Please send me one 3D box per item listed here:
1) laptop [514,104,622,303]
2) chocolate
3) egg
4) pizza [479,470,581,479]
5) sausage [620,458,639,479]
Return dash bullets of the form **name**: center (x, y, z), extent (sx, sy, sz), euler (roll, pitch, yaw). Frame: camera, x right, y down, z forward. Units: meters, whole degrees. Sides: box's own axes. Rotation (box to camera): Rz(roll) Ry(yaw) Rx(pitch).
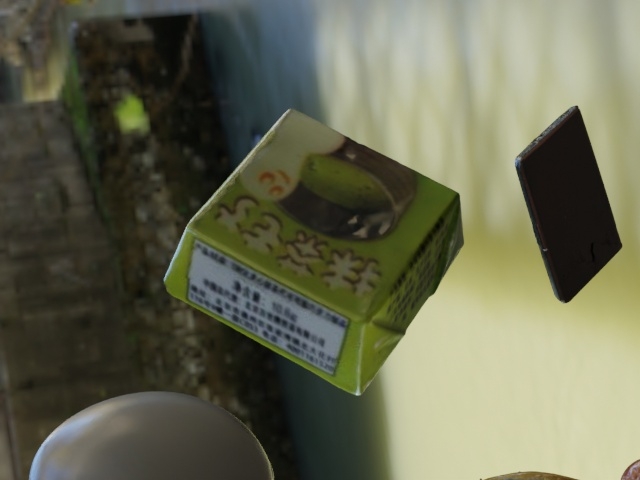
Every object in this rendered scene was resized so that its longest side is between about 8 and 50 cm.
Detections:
- **laptop**: center (0.307, -0.044, 1.837), extent (0.026, 0.154, 0.207), euler (4, 125, 45)
- **chocolate**: center (0.000, 0.000, 1.878), extent (0.301, 0.289, 0.137), euler (27, 144, 15)
- **egg**: center (-0.157, 0.228, 1.372), extent (0.176, 0.232, 0.176), euler (-13, 73, 50)
- **pizza**: center (0.235, 0.277, 1.555), extent (0.026, 0.123, 0.108), euler (-64, -38, -40)
- **sausage**: center (0.322, 0.243, 1.435), extent (0.054, 0.059, 0.094), euler (-66, -26, -6)
